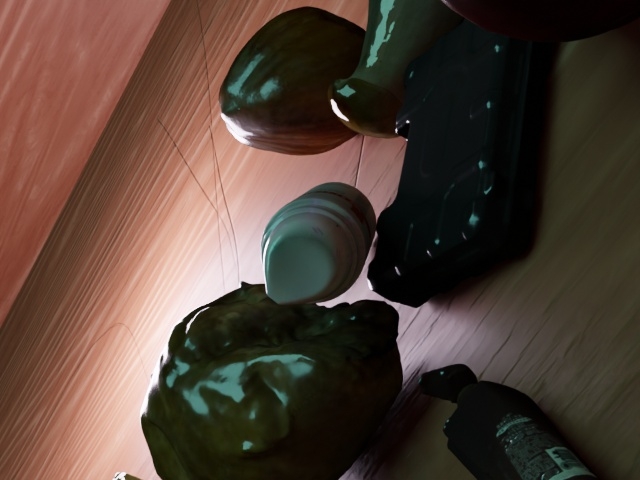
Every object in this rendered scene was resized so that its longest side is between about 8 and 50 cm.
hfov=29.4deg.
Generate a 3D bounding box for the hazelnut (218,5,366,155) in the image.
[{"bbox_3d":[-0.025,-0.200,1.514,0.210,0.210,0.186,-1,73,68],"label":"hazelnut"}]

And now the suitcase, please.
[{"bbox_3d":[0.137,-0.091,1.184,0.206,0.066,0.285,-34,39,56],"label":"suitcase"}]

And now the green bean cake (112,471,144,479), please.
[{"bbox_3d":[-0.235,0.433,1.488,0.233,0.124,0.236,-63,21,10],"label":"green bean cake"}]

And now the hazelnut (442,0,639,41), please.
[{"bbox_3d":[0.172,-0.360,0.967,0.359,0.359,0.409,-58,34,24],"label":"hazelnut"}]

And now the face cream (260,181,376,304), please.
[{"bbox_3d":[0.000,0.000,1.209,0.345,0.102,0.102,-54,-11,-83],"label":"face cream"}]

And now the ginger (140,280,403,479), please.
[{"bbox_3d":[-0.047,0.171,1.192,0.269,0.200,0.223,12,113,36],"label":"ginger"}]

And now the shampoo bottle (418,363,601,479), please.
[{"bbox_3d":[0.142,0.155,0.921,0.067,0.068,0.236,-66,20,11],"label":"shampoo bottle"}]

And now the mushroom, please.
[{"bbox_3d":[0.106,-0.284,1.373,0.128,0.128,0.350,16,86,69],"label":"mushroom"}]
